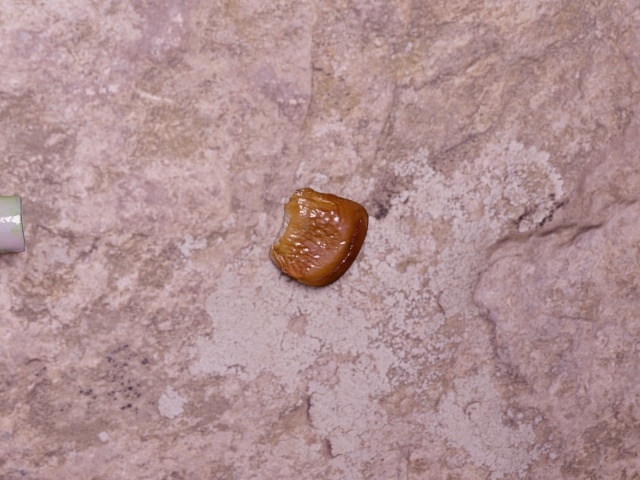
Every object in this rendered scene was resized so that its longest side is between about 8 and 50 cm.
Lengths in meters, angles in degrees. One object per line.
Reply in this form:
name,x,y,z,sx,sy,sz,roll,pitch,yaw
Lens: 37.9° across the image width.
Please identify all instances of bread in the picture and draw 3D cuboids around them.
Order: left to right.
bread,0.000,0.000,1.261,0.126,0.044,0.129,20,105,-19

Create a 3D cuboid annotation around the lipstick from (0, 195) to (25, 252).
lipstick,-0.508,-0.016,1.098,0.304,0.076,0.076,-3,108,-15
